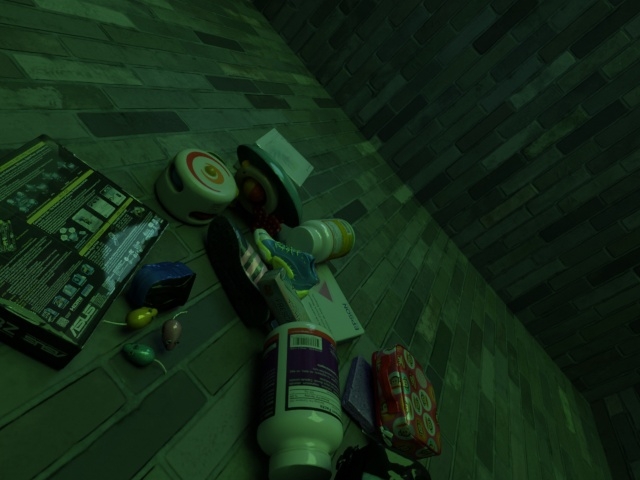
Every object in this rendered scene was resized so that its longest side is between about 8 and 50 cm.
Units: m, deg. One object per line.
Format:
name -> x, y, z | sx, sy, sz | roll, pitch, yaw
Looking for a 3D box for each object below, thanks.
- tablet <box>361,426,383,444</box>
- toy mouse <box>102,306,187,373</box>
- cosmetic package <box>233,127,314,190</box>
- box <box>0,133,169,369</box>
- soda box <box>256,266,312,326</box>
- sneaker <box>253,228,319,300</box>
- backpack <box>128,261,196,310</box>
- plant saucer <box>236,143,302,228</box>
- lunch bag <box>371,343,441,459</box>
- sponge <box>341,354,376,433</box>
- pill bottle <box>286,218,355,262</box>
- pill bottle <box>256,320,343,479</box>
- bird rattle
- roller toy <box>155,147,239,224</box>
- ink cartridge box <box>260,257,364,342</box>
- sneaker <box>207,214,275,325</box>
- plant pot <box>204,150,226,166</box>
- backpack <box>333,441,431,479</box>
tablet -> 0.146, 0.530, 1.187 | 0.083, 0.006, 0.054 | 39, 30, -17
toy mouse -> -0.326, 0.199, 0.839 | 0.161, 0.031, 0.143 | -17, 90, -41
cosmetic package -> -0.167, -0.277, 1.596 | 0.225, 0.138, 0.224 | 45, 28, -12
box -> -0.509, -0.003, 0.803 | 0.318, 0.097, 0.395 | 40, 29, -21
soda box -> -0.088, 0.162, 1.070 | 0.183, 0.058, 0.063 | 66, 26, -20
sneaker -> -0.087, 0.048, 1.199 | 0.240, 0.126, 0.091 | 58, 5, 7
backpack -> -0.350, 0.099, 0.911 | 0.101, 0.098, 0.120 | 28, 20, 23
plant saucer -> -0.155, -0.178, 1.362 | 0.317, 0.044, 0.317 | 45, -18, 19
lunch bag -> 0.240, 0.460, 1.231 | 0.258, 0.120, 0.293 | 48, 28, -34
sponge -> 0.127, 0.440, 1.236 | 0.117, 0.031, 0.210 | 47, 24, -7
pill bottle -> 0.000, 0.000, 1.361 | 0.136, 0.136, 0.246 | 57, 28, 14
pill bottle -> -0.045, 0.353, 0.942 | 0.181, 0.181, 0.323 | 34, 32, -28
bird rattle -> -0.206, -0.129, 1.305 | 0.143, 0.207, 0.253 | -31, 73, -39
roller toy -> -0.337, -0.151, 1.179 | 0.209, 0.146, 0.191 | 40, 30, -20
ink cartridge box -> -0.042, 0.176, 1.289 | 0.330, 0.071, 0.324 | 3, 52, -56
sneaker -> -0.201, 0.078, 1.152 | 0.131, 0.112, 0.319 | 2, 60, -63
plant pot -> -0.350, -0.222, 1.320 | 0.083, 0.079, 0.083 | 35, 30, -24
backpack -> 0.089, 0.579, 0.713 | 0.273, 0.290, 0.355 | 27, 51, 10
